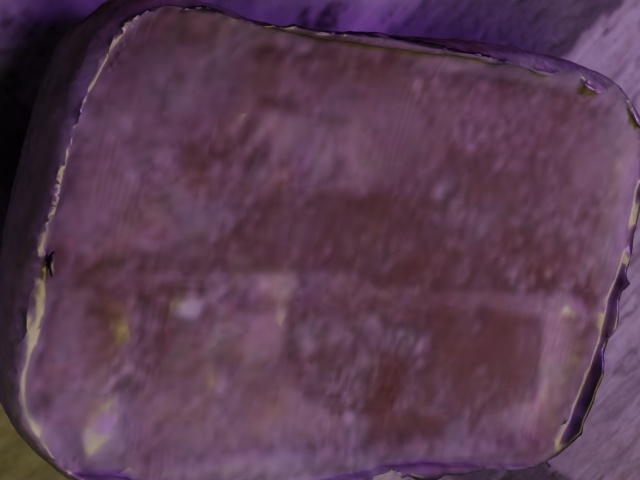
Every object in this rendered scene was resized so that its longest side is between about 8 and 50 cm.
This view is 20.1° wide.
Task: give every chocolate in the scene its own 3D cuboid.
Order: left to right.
[{"bbox_3d":[0.000,0.000,0.714,0.303,0.100,0.185,3,109,-44],"label":"chocolate"}]
